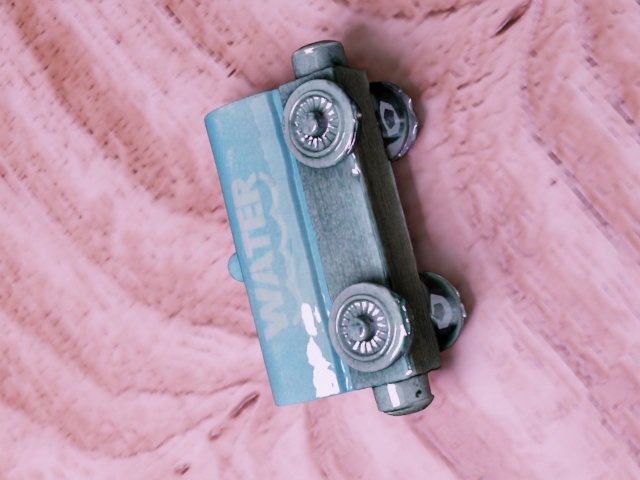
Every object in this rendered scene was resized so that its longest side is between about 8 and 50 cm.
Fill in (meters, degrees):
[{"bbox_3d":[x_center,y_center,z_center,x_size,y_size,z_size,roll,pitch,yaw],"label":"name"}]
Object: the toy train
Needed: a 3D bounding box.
[{"bbox_3d":[0.000,0.000,0.869,0.159,0.101,0.248,-18,84,36],"label":"toy train"}]
